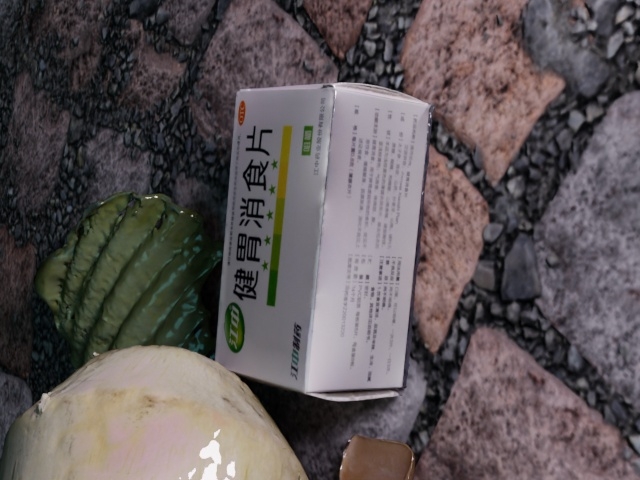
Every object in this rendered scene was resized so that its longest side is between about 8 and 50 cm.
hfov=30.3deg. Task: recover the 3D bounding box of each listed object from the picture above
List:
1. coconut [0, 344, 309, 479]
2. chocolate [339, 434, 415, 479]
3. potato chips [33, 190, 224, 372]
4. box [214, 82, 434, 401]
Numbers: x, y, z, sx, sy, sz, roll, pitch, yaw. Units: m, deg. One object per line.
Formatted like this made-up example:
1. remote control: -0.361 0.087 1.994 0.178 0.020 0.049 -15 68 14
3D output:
1. coconut: -0.173 0.299 1.234 0.352 0.352 0.353 -6 83 49
2. chocolate: 0.066 0.243 1.262 0.100 0.031 0.064 -6 65 46
3. potato chips: -0.255 0.138 1.601 0.389 0.097 0.373 -31 70 42
4. box: 0.000 0.003 1.274 0.173 0.145 0.333 7 93 52
